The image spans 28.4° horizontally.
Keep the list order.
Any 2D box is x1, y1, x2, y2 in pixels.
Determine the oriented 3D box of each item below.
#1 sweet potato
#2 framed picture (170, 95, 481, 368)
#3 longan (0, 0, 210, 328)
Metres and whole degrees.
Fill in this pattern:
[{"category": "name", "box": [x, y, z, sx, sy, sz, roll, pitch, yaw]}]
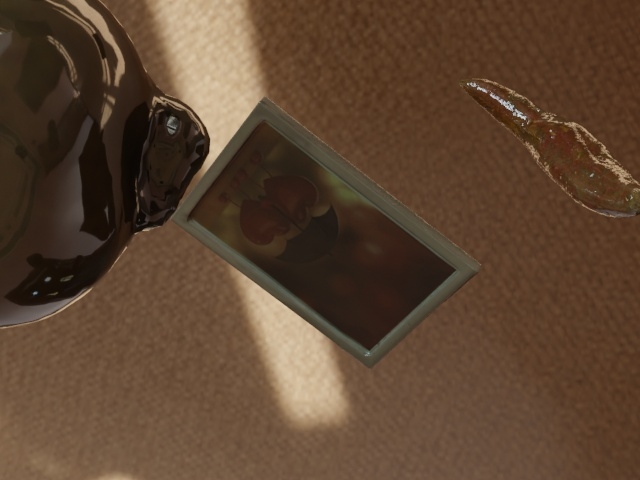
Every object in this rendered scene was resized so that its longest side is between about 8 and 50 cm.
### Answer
[{"category": "sweet potato", "box": [0.235, -0.087, 1.228, 0.078, 0.255, 0.058, 9, 118, -42]}, {"category": "framed picture", "box": [0.000, 0.000, 1.378, 0.289, 0.020, 0.211, 37, 131, -6]}, {"category": "longan", "box": [-0.153, -0.048, 0.601, 0.204, 0.185, 0.159, 0, 161, -23]}]
